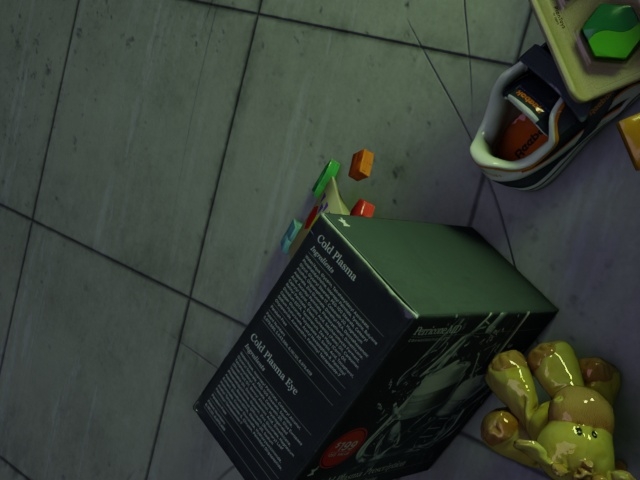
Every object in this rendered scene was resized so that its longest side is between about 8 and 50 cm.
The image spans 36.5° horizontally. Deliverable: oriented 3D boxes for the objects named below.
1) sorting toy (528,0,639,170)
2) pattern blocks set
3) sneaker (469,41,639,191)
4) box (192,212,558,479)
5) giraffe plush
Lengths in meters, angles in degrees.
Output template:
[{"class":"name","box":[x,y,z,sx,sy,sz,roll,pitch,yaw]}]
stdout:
[{"class":"sorting toy","box":[0.375,-0.251,1.111,0.229,0.041,0.307,-23,86,5]},{"class":"pattern blocks set","box":[0.000,0.000,1.375,0.285,0.026,0.324,-56,17,26]},{"class":"sneaker","box":[0.309,-0.195,1.190,0.126,0.127,0.321,48,115,32]},{"class":"box","box":[0.075,0.146,1.219,0.179,0.343,0.312,47,116,30]},{"class":"giraffe plush","box":[0.281,0.223,1.119,0.182,0.170,0.210,-11,84,4]}]
